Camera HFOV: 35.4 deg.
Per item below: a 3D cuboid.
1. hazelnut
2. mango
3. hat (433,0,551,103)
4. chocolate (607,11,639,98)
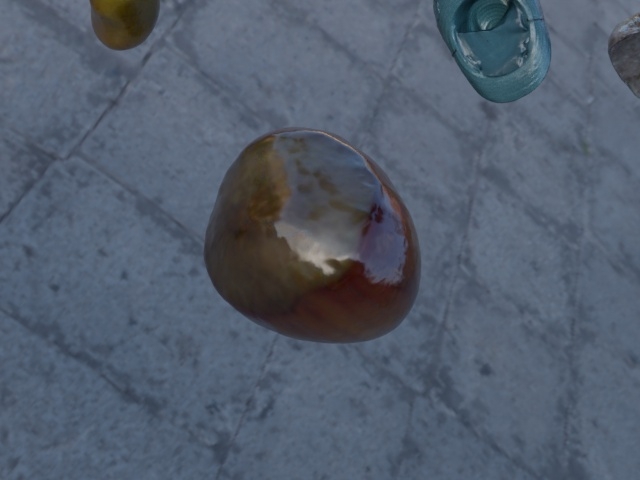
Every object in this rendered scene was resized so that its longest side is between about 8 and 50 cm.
[{"bbox_3d":[-0.006,-0.002,1.580,0.366,0.366,0.365,26,40,-24],"label":"hazelnut"},{"bbox_3d":[-0.271,-0.331,1.378,0.090,0.178,0.115,22,73,3],"label":"mango"},{"bbox_3d":[0.233,-0.282,1.346,0.190,0.138,0.078,67,24,-9],"label":"hat"},{"bbox_3d":[0.581,-0.323,1.484,0.185,0.303,0.100,35,38,-45],"label":"chocolate"}]
